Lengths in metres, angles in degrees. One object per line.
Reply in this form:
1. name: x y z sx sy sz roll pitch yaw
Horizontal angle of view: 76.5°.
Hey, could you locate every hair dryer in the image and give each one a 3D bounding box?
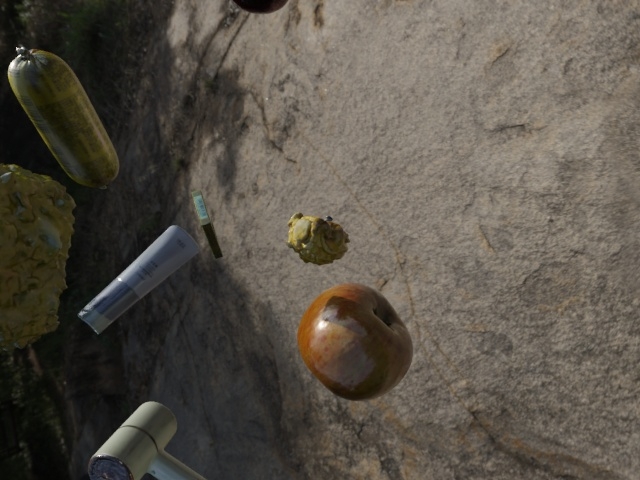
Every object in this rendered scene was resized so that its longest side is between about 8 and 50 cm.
1. hair dryer: -0.381 0.597 1.050 0.362 0.203 0.128 33 110 1

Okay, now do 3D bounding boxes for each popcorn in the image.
1. popcorn: -0.016 -0.002 1.166 0.163 0.194 0.140 8 81 30

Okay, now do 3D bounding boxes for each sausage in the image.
1. sausage: -0.553 -0.254 0.899 0.123 0.123 0.347 40 151 35

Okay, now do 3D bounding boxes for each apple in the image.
1. apple: 0.108 0.343 1.369 0.333 0.400 0.400 -44 65 22

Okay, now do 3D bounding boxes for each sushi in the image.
1. sushi: -0.627 0.036 0.641 0.397 0.240 0.351 6 94 12

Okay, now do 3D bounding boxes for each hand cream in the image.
1. hand cream: -0.350 0.069 0.798 0.079 0.255 0.048 46 145 -8

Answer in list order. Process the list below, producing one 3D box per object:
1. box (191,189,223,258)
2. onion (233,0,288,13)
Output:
1. box: -0.332 -0.042 1.200 0.193 0.030 0.121 92 157 -60
2. onion: -0.215 -0.888 1.308 0.273 0.285 0.273 8 108 24
